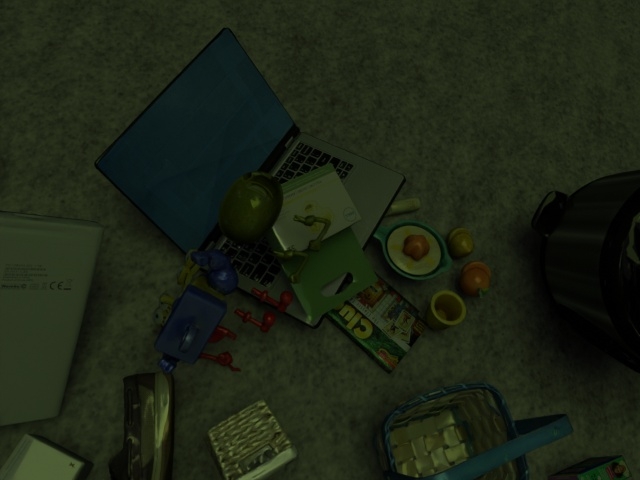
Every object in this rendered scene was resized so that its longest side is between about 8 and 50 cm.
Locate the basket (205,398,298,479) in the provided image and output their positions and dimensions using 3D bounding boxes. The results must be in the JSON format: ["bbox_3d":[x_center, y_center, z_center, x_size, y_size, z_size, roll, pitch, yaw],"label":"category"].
[{"bbox_3d":[-0.114,0.330,0.841,0.113,0.167,0.103,-26,69,-22],"label":"basket"}]

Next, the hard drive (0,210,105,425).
[{"bbox_3d":[-0.450,0.117,0.764,0.210,0.040,0.318,7,104,-49],"label":"hard drive"}]

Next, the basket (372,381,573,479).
[{"bbox_3d":[0.213,0.335,0.842,0.255,0.289,0.200,-12,76,-21],"label":"basket"}]

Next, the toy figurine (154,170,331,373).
[{"bbox_3d":[-0.143,0.095,0.804,0.191,0.217,0.362,33,107,-7],"label":"toy figurine"}]

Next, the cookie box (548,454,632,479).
[{"bbox_3d":[0.490,0.431,0.978,0.107,0.092,0.040,-13,69,-18],"label":"cookie box"}]

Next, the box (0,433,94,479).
[{"bbox_3d":[-0.416,0.358,0.797,0.102,0.087,0.101,28,64,-1],"label":"box"}]

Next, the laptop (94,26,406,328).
[{"bbox_3d":[-0.093,-0.122,0.982,0.408,0.236,0.381,26,64,15],"label":"laptop"}]

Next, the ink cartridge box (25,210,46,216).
[{"bbox_3d":[-0.470,0.090,0.843,0.056,0.181,0.224,20,64,7],"label":"ink cartridge box"}]

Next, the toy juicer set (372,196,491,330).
[{"bbox_3d":[0.213,0.003,1.078,0.209,0.089,0.329,-31,71,-24],"label":"toy juicer set"}]

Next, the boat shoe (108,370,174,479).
[{"bbox_3d":[-0.280,0.346,0.832,0.093,0.102,0.285,1,64,-7],"label":"boat shoe"}]

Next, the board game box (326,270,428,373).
[{"bbox_3d":[0.077,0.121,1.045,0.260,0.030,0.136,41,67,6],"label":"board game box"}]

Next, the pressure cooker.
[{"bbox_3d":[0.636,0.044,1.013,0.376,0.420,0.369,-17,93,3],"label":"pressure cooker"}]

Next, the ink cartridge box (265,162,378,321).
[{"bbox_3d":[0.000,0.000,0.953,0.171,0.056,0.235,-28,87,-28],"label":"ink cartridge box"}]
